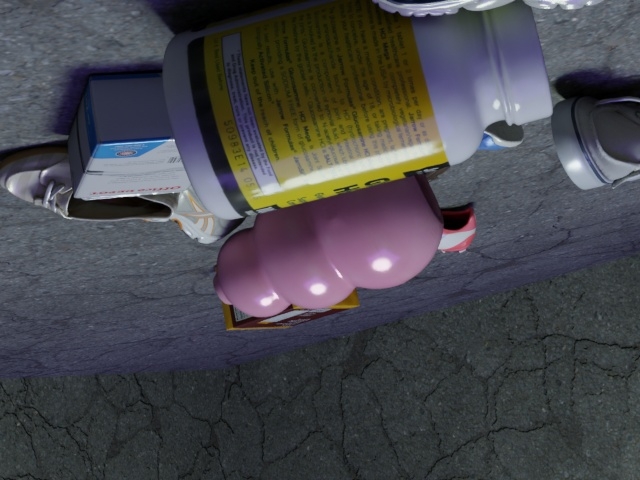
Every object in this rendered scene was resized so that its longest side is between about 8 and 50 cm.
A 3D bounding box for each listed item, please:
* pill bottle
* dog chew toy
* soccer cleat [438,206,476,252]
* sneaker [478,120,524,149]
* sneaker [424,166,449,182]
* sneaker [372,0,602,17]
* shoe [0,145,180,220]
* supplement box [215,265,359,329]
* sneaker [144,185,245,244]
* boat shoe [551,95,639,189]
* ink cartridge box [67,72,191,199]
[{"bbox_3d":[0.038,-0.144,1.074,0.334,0.188,0.188,-13,168,10],"label":"pill bottle"},{"bbox_3d":[0.000,0.000,1.598,0.332,0.206,0.206,-26,165,13],"label":"dog chew toy"},{"bbox_3d":[0.169,-0.017,2.122,0.248,0.083,0.095,-4,138,-10],"label":"soccer cleat"},{"bbox_3d":[0.196,-0.142,1.549,0.152,0.058,0.084,1,158,-31],"label":"sneaker"},{"bbox_3d":[0.137,-0.096,1.697,0.071,0.066,0.188,-4,167,-35],"label":"sneaker"},{"bbox_3d":[0.164,-0.249,0.930,0.275,0.107,0.110,-12,159,1],"label":"sneaker"},{"bbox_3d":[-0.275,-0.062,1.366,0.219,0.058,0.076,6,133,-12],"label":"shoe"},{"bbox_3d":[-0.065,0.090,2.232,0.194,0.129,0.191,-20,166,35],"label":"supplement box"},{"bbox_3d":[-0.145,-0.064,1.522,0.121,0.099,0.262,-21,167,21],"label":"sneaker"},{"bbox_3d":[0.450,-0.146,1.593,0.156,0.136,0.367,-18,169,32],"label":"boat shoe"},{"bbox_3d":[-0.196,-0.113,1.262,0.139,0.082,0.191,-6,169,-21],"label":"ink cartridge box"}]
